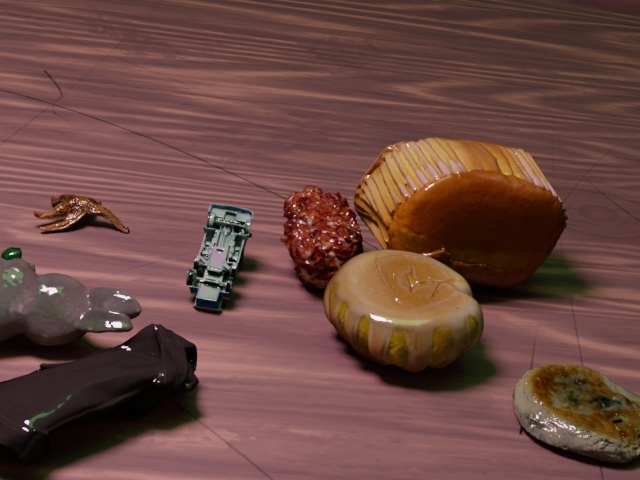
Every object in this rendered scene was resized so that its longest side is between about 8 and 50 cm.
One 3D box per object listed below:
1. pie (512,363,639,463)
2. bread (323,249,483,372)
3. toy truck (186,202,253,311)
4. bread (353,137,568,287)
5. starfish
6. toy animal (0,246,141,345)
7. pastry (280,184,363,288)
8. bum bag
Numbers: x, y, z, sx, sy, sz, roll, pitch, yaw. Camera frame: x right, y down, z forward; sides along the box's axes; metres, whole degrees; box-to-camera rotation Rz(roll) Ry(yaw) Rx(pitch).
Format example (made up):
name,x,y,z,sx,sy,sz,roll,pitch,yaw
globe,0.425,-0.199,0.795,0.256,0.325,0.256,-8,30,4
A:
name,x,y,z,sx,sy,sz,roll,pitch,yaw
pie,0.327,0.209,1.735,0.186,0.041,0.187,9,25,-4
bread,0.102,0.094,1.810,0.213,0.105,0.213,8,30,-4
toy truck,-0.136,0.034,1.900,0.067,0.081,0.175,10,45,1
bread,0.200,-0.031,1.973,0.288,0.204,0.156,12,36,-32
starfish,-0.329,-0.044,2.000,0.130,0.041,0.133,14,27,4
toy animal,-0.342,0.081,1.683,0.251,0.127,0.125,17,-2,-2
pastry,0.002,0.000,1.970,0.115,0.097,0.208,-9,27,-2
bum bag,-0.264,0.172,1.558,0.326,0.080,0.142,-17,29,-38
